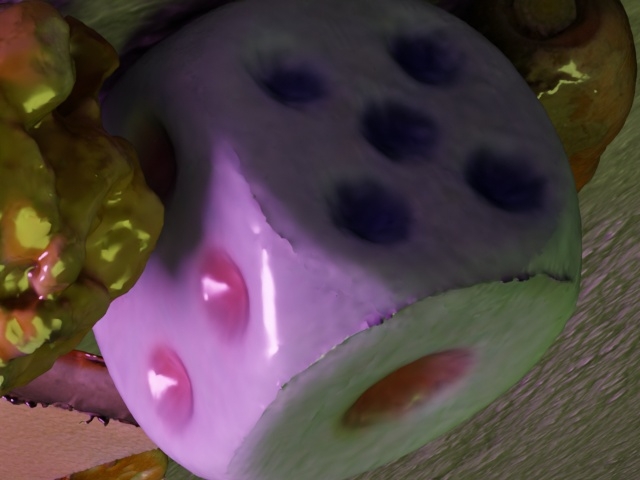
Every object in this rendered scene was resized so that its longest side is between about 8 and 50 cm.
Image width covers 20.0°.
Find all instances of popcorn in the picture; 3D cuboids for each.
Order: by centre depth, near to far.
[{"bbox_3d":[-0.220,-0.026,1.093,0.233,0.192,0.266,24,101,-43],"label":"popcorn"}]

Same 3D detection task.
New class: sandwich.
[{"bbox_3d":[-0.225,0.137,1.391,0.245,0.063,0.212,13,153,2],"label":"sandwich"}]

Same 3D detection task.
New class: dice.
[{"bbox_3d":[0.000,0.000,1.253,0.265,0.262,0.268,-12,150,-32],"label":"dice"}]

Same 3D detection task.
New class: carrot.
[{"bbox_3d":[0.170,-0.105,1.402,0.139,0.138,0.302,-25,163,-8],"label":"carrot"}]

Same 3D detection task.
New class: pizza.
[{"bbox_3d":[-0.213,0.220,1.738,0.131,0.041,0.178,-42,153,23],"label":"pizza"}]
